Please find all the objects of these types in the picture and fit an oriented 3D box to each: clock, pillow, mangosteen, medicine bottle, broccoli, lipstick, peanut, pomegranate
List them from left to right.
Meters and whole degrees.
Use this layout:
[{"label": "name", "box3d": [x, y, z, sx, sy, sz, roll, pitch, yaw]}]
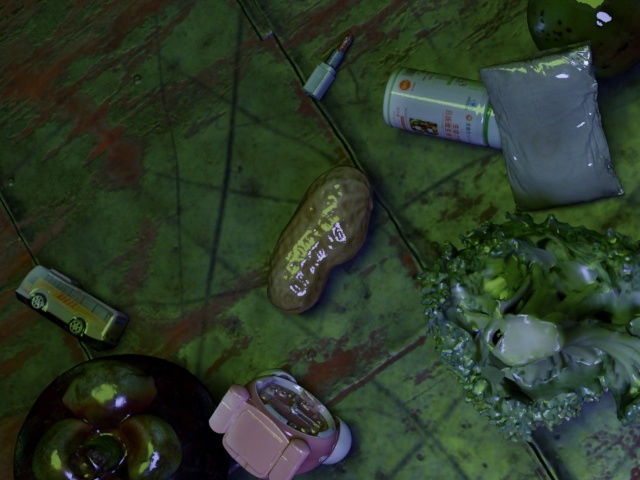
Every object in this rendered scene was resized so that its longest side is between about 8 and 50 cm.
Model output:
[{"label": "mangosteen", "box3d": [-0.278, 0.296, 1.858, 0.300, 0.300, 0.300, -4, 78, 20]}, {"label": "clock", "box3d": [-0.051, 0.250, 1.853, 0.166, 0.162, 0.093, 39, 114, 19]}, {"label": "peanut", "box3d": [0.000, 0.000, 1.914, 0.108, 0.095, 0.226, 34, 94, 20]}, {"label": "lipstick", "box3d": [0.015, -0.254, 1.996, 0.025, 0.025, 0.107, 32, 87, 23]}, {"label": "medicine bottle", "box3d": [0.183, -0.180, 1.886, 0.183, 0.086, 0.086, 14, 85, 23]}, {"label": "pillow", "box3d": [0.300, -0.140, 1.790, 0.148, 0.050, 0.230, -6, 120, 21]}, {"label": "broccoli", "box3d": [0.285, 0.130, 1.695, 0.375, 0.302, 0.249, 22, 127, 18]}, {"label": "pomegranate", "box3d": [0.369, -0.324, 1.808, 0.181, 0.181, 0.224, 16, 66, 22]}]

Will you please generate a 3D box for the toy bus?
[{"label": "toy bus", "box3d": [-0.369, 0.099, 2.055, 0.172, 0.057, 0.072, 29, 85, 22]}]
